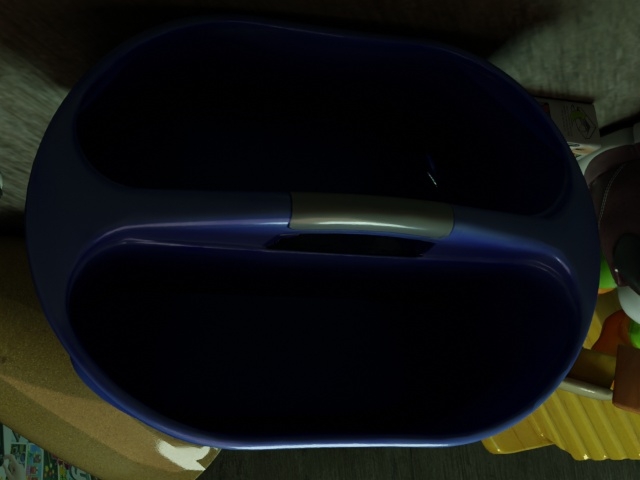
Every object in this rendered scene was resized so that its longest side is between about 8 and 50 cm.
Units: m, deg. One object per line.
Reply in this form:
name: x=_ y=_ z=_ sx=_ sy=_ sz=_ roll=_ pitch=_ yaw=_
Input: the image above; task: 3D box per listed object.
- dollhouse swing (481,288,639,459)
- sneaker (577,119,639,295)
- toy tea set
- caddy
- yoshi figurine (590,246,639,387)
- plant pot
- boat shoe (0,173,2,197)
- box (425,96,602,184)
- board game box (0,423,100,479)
dollhouse swing: x=0.263 y=0.221 z=1.312 sx=0.305 sy=0.315 sz=0.346 roll=-30 pitch=-176 yaw=-32
sneaker: x=0.311 y=-0.032 z=0.720 sx=0.106 sy=0.163 sz=0.281 roll=3 pitch=162 yaw=-27
toy tea set: x=0.220 y=0.080 z=1.007 sx=0.335 sy=0.124 sz=0.200 roll=15 pitch=176 yaw=18
caddy: x=0.000 y=0.000 z=0.586 sx=0.341 sy=0.241 sz=0.179 roll=3 pitch=169 yaw=-20
yoshi figurine: x=0.378 y=0.051 z=0.994 sx=0.203 sy=0.203 sz=0.362 roll=10 pitch=156 yaw=-26
plant pot: x=-0.231 y=0.093 z=0.924 sx=0.237 sy=0.237 sz=0.254 roll=-19 pitch=144 yaw=40
boat shoe: x=-0.261 y=-0.043 z=0.706 sx=0.046 sy=0.038 sz=0.125 roll=-5 pitch=164 yaw=-2
box: x=0.111 y=-0.057 z=0.792 sx=0.114 sy=0.036 sz=0.207 roll=3 pitch=162 yaw=-27
board game box: x=-0.358 y=0.201 z=1.191 sx=0.097 sy=0.224 sz=0.303 roll=-14 pitch=163 yaw=19
